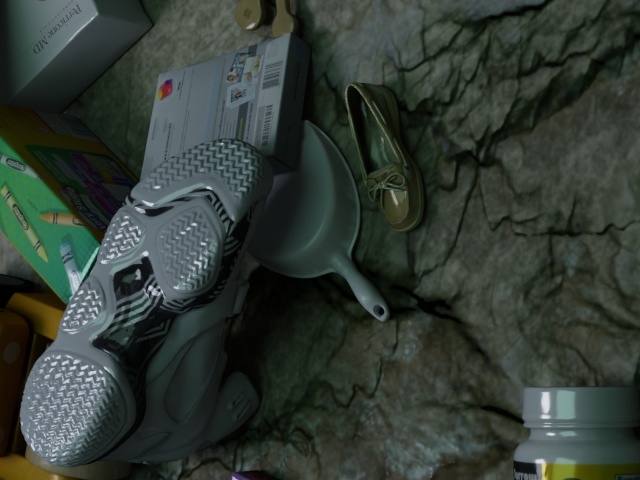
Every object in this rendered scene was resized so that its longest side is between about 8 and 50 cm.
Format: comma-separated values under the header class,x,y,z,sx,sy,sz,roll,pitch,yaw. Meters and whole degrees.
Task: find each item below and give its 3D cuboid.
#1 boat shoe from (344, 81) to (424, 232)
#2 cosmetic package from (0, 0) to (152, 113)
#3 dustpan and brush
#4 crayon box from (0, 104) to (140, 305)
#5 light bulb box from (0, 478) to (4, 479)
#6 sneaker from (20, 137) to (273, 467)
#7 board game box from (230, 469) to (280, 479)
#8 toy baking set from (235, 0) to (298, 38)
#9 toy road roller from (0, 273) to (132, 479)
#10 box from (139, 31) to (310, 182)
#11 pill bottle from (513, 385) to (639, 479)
class,x,y,z,sx,sy,sz,roll,pitch,yaw
boat shoe,0.058,-0.081,1.599,0.056,0.048,0.153,-20,75,35
cosmetic package,-0.393,-0.258,1.936,0.377,0.097,0.284,-39,67,29
dustpan and brush,0.000,0.000,1.642,0.147,0.060,0.211,-45,55,13
crayon box,-0.267,-0.038,1.776,0.278,0.165,0.081,44,113,32
light bulb box,-0.475,0.413,1.870,0.358,0.225,0.361,20,101,36
sneaker,-0.134,0.075,1.652,0.137,0.210,0.365,36,96,34
board game box,0.028,0.378,1.595,0.347,0.056,0.208,20,103,37
toy baking set,-0.021,-0.319,1.693,0.256,0.030,0.196,-34,70,32
toy road roller,-0.370,0.155,1.795,0.330,0.241,0.202,16,97,38
box,-0.100,-0.125,1.704,0.186,0.038,0.145,-12,59,35
pill bottle,0.224,0.228,1.406,0.119,0.119,0.208,-5,84,38
